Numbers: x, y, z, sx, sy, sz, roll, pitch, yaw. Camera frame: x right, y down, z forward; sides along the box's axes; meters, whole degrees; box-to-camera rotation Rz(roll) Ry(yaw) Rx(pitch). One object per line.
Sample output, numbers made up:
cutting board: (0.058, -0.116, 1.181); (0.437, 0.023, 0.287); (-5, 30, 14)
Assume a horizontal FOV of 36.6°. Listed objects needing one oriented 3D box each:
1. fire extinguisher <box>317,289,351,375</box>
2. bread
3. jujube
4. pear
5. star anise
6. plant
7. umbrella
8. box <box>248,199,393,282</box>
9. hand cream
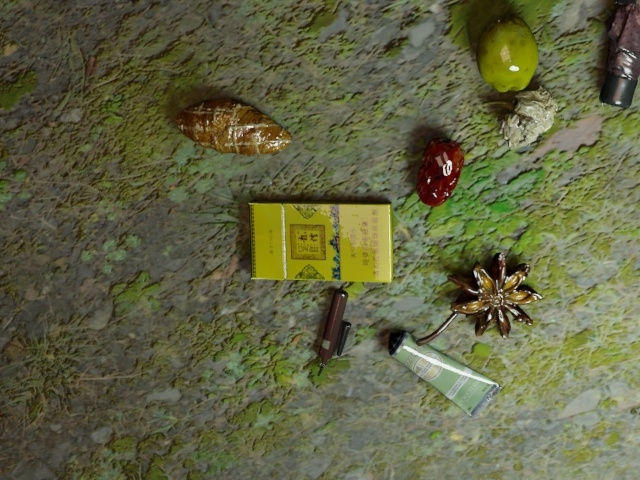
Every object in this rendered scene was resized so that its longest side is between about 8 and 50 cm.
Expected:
fire extinguisher: (0.029, 0.181, 1.894); (0.049, 0.035, 0.173); (6, 107, -27)
bread: (-0.170, -0.214, 1.829); (0.233, 0.076, 0.104); (13, 107, 9)
jujube: (0.216, -0.122, 1.757); (0.077, 0.077, 0.129); (16, 110, 10)
pear: (0.322, -0.322, 1.674); (0.107, 0.107, 0.131); (-12, 94, 16)
star anise: (0.288, 0.106, 1.784); (0.234, 0.073, 0.177); (-6, 110, -2)
plant: (0.350, -0.226, 1.710); (0.116, 0.104, 0.122); (-44, 63, -9)
umbrella: (0.527, -0.379, 1.616); (0.094, 0.090, 0.326); (9, 105, -11)
box: (0.001, 0.000, 1.854); (0.279, 0.041, 0.153); (1, 104, 13)
hand cream: (0.228, 0.248, 1.851); (0.235, 0.055, 0.086); (34, 111, -3)
